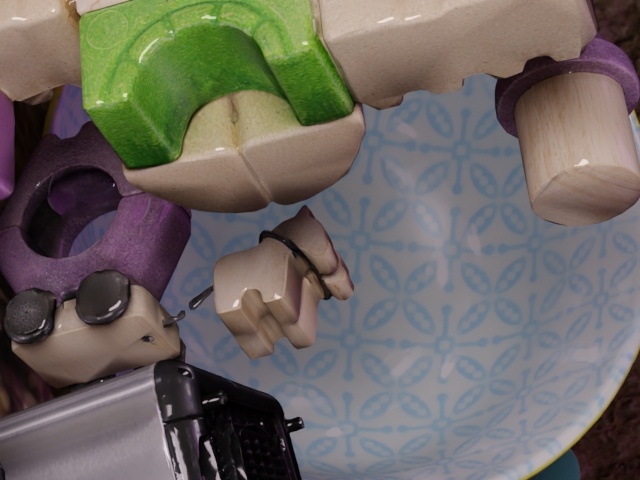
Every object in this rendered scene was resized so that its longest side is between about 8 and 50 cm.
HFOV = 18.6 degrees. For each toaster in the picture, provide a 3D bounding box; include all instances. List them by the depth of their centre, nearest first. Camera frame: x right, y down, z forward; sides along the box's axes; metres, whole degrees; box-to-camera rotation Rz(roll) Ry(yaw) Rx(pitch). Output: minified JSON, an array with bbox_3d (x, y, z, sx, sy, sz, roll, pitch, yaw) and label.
[{"bbox_3d":[-0.053,0.136,0.666,0.186,0.110,0.168,40,32,-77],"label":"toaster"}]

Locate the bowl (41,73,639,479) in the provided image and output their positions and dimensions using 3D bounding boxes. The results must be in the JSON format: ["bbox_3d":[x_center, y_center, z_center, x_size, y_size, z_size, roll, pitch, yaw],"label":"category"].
[{"bbox_3d":[0.000,0.000,0.943,0.156,0.289,0.289,136,-61,-69],"label":"bowl"}]

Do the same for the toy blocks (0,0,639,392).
[{"bbox_3d":[-0.042,-0.144,0.714,0.309,0.288,0.260,56,23,-55],"label":"toy blocks"}]

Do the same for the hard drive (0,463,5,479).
[{"bbox_3d":[-0.116,0.135,0.390,0.237,0.064,0.339,58,17,-64],"label":"hard drive"}]

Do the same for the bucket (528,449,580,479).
[{"bbox_3d":[0.089,0.214,1.260,0.281,0.183,0.281,-18,90,-82],"label":"bucket"}]
